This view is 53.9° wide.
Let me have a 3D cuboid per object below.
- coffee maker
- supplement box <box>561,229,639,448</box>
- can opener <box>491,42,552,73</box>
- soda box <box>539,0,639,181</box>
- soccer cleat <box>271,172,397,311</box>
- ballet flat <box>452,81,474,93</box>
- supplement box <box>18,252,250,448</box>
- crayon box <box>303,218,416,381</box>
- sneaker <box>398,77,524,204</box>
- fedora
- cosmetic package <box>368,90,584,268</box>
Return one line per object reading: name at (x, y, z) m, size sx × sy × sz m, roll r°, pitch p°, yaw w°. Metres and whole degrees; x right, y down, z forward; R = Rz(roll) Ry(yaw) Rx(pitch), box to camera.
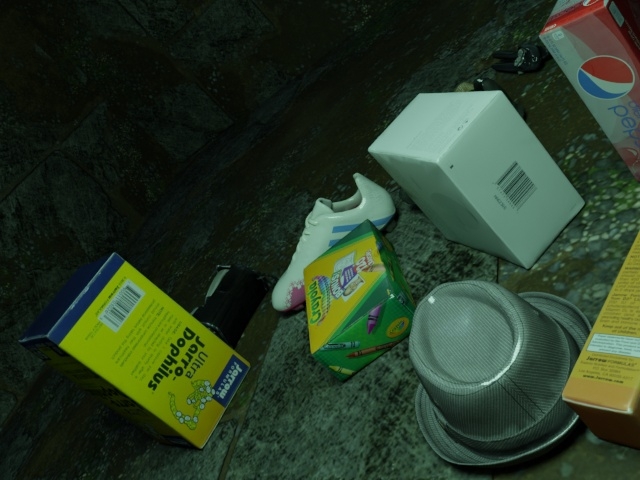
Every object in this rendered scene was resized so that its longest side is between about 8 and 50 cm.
coffee maker at (-0.201, 0.146, 1.399) m, size 0.171 × 0.120 × 0.178 m, roll -19°, pitch 34°, yaw 45°
supplement box at (0.336, 0.088, 0.635) m, size 0.080 × 0.078 × 0.233 m, roll -6°, pitch 45°, yaw 57°
can opener at (0.420, -0.385, 1.353) m, size 0.186 × 0.073 × 0.059 m, roll -153°, pitch 68°, yaw -70°
soda box at (0.389, -0.196, 0.788) m, size 0.092 × 0.263 × 0.083 m, roll -12°, pitch 39°, yaw 53°
soccer cleat at (0.000, 0.000, 1.274) m, size 0.331 × 0.143 × 0.116 m, roll -43°, pitch 23°, yaw 6°
ballet flat at (0.282, -0.261, 1.347) m, size 0.067 × 0.073 × 0.206 m, roll 21°, pitch 71°, yaw 50°
supplement box at (-0.351, 0.219, 1.215) m, size 0.194 × 0.356 × 0.195 m, roll -16°, pitch 36°, yaw 50°
crayon box at (0.062, 0.093, 1.090) m, size 0.165 × 0.081 × 0.278 m, roll -39°, pitch 23°, yaw 14°
sneaker at (0.246, -0.190, 1.202) m, size 0.286 × 0.130 × 0.109 m, roll -46°, pitch 24°, yaw 1°
fedora at (0.188, 0.131, 0.752) m, size 0.244 × 0.124 × 0.275 m, roll -40°, pitch 23°, yaw 11°
cosmetic package at (0.227, -0.099, 0.951) m, size 0.138 × 0.224 × 0.225 m, roll -48°, pitch 23°, yaw -6°
